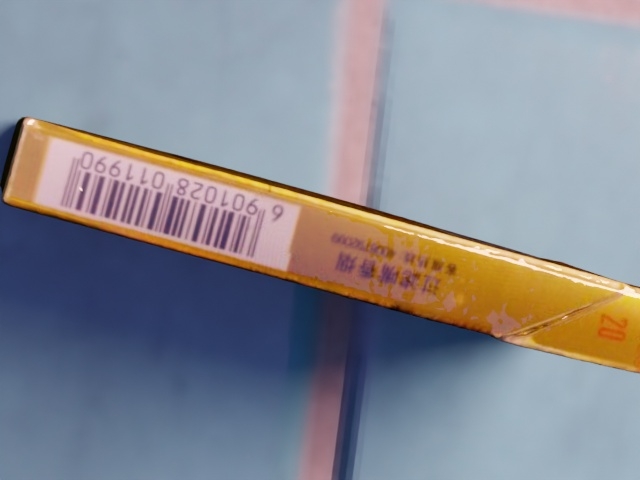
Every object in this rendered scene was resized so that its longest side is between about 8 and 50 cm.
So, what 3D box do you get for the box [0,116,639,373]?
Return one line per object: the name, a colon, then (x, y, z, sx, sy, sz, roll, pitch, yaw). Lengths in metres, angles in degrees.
box: (0.000, 0.000, 0.433, 0.156, 0.089, 0.022, 15, 93, -13)
